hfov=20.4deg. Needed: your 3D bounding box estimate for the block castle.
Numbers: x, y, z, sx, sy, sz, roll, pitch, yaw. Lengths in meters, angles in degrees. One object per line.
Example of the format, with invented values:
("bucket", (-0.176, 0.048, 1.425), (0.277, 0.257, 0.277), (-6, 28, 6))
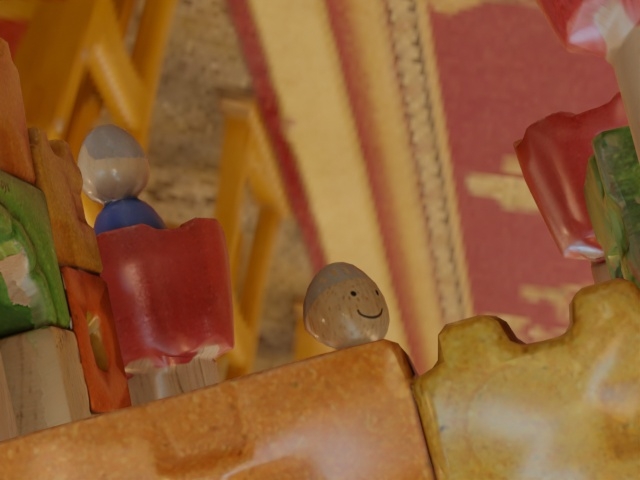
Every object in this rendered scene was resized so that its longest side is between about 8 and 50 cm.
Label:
("block castle", (0.000, 0.000, 0.543), (0.303, 0.213, 0.453), (-15, 171, 6))
